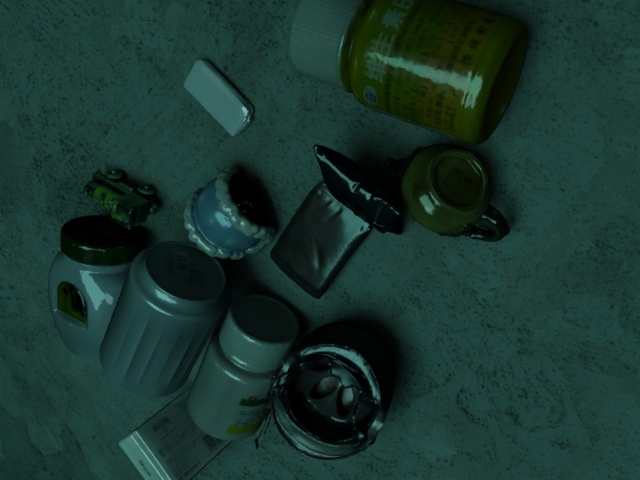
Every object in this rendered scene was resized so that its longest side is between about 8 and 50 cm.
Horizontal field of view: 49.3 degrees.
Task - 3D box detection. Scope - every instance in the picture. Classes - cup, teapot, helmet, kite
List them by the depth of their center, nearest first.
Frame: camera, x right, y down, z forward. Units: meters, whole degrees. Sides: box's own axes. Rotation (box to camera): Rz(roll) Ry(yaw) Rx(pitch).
[{"bbox_3d":[0.240,-0.082,1.357,0.269,0.173,0.182,36,158,-6],"label":"teapot"},{"bbox_3d":[0.040,0.326,1.602,0.270,0.197,0.338,28,126,10],"label":"helmet"},{"bbox_3d":[-0.345,0.174,1.693,0.237,0.322,0.327,42,124,19],"label":"cup"},{"bbox_3d":[-0.100,0.407,1.766,0.015,0.169,0.310,34,136,16],"label":"kite"}]

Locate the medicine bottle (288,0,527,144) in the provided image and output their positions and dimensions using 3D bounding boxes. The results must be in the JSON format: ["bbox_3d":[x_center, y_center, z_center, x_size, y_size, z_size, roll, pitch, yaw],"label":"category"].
[{"bbox_3d":[0.151,-0.334,1.254,0.384,0.224,0.224,24,120,22],"label":"medicine bottle"}]

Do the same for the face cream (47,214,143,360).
[{"bbox_3d":[-0.596,0.131,1.890,0.312,0.219,0.357,22,116,24],"label":"face cream"}]

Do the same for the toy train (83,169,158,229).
[{"bbox_3d":[-0.520,-0.114,1.800,0.200,0.132,0.083,25,119,18],"label":"toy train"}]

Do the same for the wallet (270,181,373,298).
[{"bbox_3d":[0.000,0.000,1.589,0.168,0.052,0.245,42,120,10],"label":"wallet"}]

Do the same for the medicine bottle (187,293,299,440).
[{"bbox_3d":[-0.188,0.312,1.725,0.208,0.208,0.340,35,123,15],"label":"medicine bottle"}]

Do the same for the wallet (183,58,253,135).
[{"bbox_3d":[-0.232,-0.327,1.603,0.190,0.033,0.095,45,127,9],"label":"wallet"}]

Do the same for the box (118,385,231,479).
[{"bbox_3d":[-0.382,0.541,1.904,0.111,0.260,0.194,-38,86,40],"label":"box"}]

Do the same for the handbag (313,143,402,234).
[{"bbox_3d":[0.084,-0.093,1.399,0.211,0.254,0.089,40,88,12],"label":"handbag"}]

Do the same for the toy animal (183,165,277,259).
[{"bbox_3d":[-0.222,-0.054,1.634,0.204,0.156,0.208,-31,88,32],"label":"toy animal"}]
